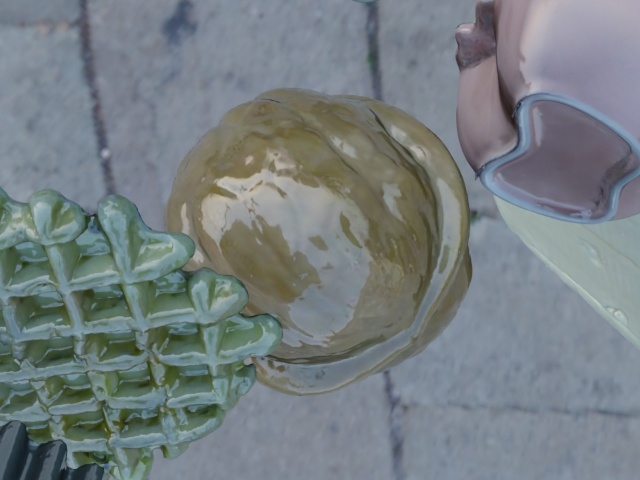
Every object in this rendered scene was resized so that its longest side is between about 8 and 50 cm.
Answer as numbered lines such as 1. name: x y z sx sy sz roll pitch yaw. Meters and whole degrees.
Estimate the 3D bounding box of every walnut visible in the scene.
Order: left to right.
1. walnut: 0.000 0.000 1.608 0.285 0.296 0.285 -7 74 25

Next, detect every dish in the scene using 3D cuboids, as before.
1. dish: 0.173 -0.082 1.205 0.213 0.090 0.213 16 148 11

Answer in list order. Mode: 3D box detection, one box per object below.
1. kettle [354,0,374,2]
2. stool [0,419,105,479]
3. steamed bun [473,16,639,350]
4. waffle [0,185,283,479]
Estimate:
1. kettle: 0.040 -0.297 1.596 0.098 0.127 0.148 -26 122 5
2. stool: -0.189 0.240 0.746 0.297 0.330 0.297 0 94 -4
3. steamed bun: 0.360 -0.110 1.935 0.371 0.290 0.456 43 165 31
4. waffle: -0.204 0.083 1.369 0.292 0.056 0.309 32 129 -23
